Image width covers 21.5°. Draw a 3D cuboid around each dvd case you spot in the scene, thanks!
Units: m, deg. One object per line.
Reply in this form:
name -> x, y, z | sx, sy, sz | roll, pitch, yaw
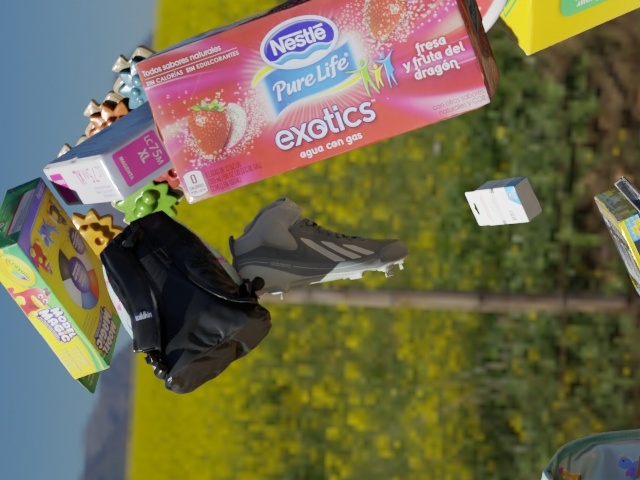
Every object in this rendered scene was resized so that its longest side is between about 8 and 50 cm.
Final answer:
dvd case -> 0.407, 0.031, 1.777 | 0.221, 0.018, 0.164 | 36, -166, -45

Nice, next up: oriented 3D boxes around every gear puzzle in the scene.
gear puzzle -> -0.251, -0.091, 2.199 | 0.339, 0.175, 0.044 | -53, 16, 31

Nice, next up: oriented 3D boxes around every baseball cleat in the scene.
baseball cleat -> 0.000, 0.000, 1.847 | 0.072, 0.206, 0.109 | -8, 93, 64

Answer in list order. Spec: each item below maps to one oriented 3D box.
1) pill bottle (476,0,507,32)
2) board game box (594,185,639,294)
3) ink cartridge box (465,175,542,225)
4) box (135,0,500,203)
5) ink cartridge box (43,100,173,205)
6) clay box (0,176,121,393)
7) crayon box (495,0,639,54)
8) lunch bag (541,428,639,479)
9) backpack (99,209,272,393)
pill bottle -> 0.029, -0.289, 1.525 | 0.161, 0.283, 0.161 | -45, 37, 51
board game box -> 0.389, 0.013, 2.017 | 0.170, 0.048, 0.141 | -94, -21, -78
ink cartridge box -> 0.215, -0.046, 1.987 | 0.083, 0.028, 0.048 | -5, 115, 51
box -> 0.002, -0.133, 1.331 | 0.128, 0.257, 0.122 | -55, -54, -73
ink cartridge box -> -0.138, -0.143, 1.847 | 0.065, 0.311, 0.186 | 58, 157, -14
clay box -> -0.286, 0.053, 1.892 | 0.222, 0.053, 0.127 | 57, -157, -31
crayon box -> 0.360, -0.412, 1.880 | 0.106, 0.363, 0.313 | 53, 158, 37
lunch bag -> 0.278, 0.282, 1.429 | 0.160, 0.262, 0.223 | 39, 126, 52
backpack -> -0.154, 0.062, 1.781 | 0.182, 0.152, 0.115 | 49, 162, 26
